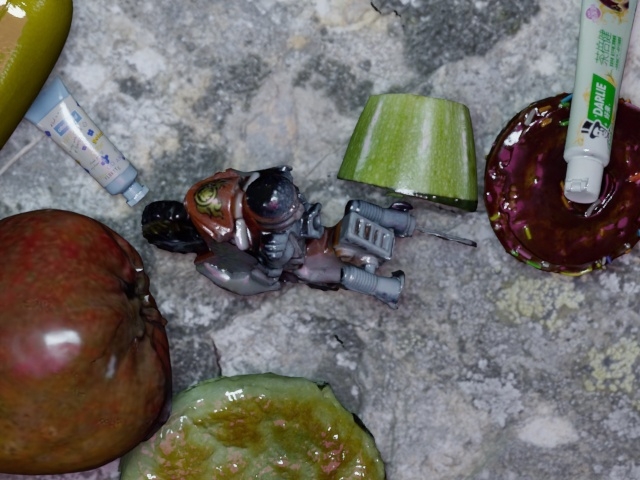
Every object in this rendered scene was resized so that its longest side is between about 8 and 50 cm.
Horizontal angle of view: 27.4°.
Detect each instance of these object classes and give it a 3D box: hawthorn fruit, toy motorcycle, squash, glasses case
[{"bbox_3d":[-0.327,0.125,1.487,0.325,0.308,0.308,-34,110,-9],"label":"hawthorn fruit"},{"bbox_3d":[0.000,0.000,1.550,0.401,0.207,0.134,17,62,-19],"label":"toy motorcycle"},{"bbox_3d":[0.108,-0.102,1.541,0.170,0.170,0.122,8,90,-10],"label":"squash"},{"bbox_3d":[-0.404,-0.148,1.443,0.141,0.173,0.371,34,104,-16],"label":"glasses case"}]

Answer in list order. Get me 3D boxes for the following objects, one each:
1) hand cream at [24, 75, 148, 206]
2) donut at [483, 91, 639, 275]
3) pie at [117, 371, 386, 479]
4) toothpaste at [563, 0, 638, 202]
[{"bbox_3d":[-0.271,-0.110,1.545,0.065,0.043,0.170,-43,104,2],"label":"hand cream"},{"bbox_3d":[0.307,-0.075,1.605,0.235,0.089,0.235,-2,108,-6],"label":"donut"},{"bbox_3d":[-0.104,0.313,1.693,0.371,0.078,0.296,-19,111,-2],"label":"pie"},{"bbox_3d":[0.323,-0.194,1.520,0.058,0.056,0.314,35,61,-52],"label":"toothpaste"}]
